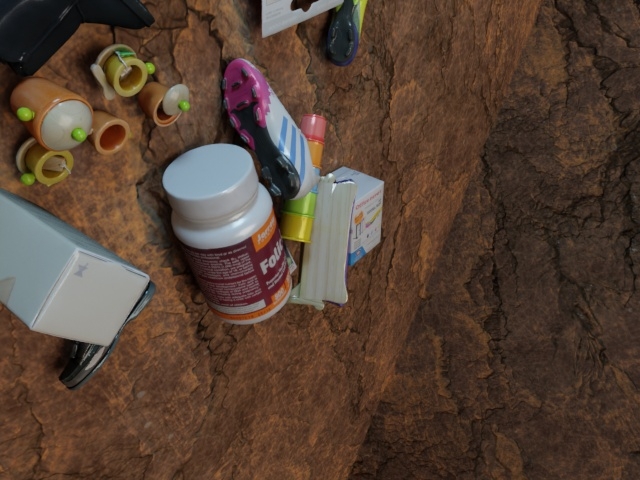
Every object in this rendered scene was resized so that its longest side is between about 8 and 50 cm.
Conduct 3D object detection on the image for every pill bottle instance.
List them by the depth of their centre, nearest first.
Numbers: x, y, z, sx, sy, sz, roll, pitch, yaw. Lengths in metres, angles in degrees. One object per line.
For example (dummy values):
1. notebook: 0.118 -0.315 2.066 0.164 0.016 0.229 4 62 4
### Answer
1. pill bottle: -0.204 -0.007 1.172 0.224 0.224 0.392 -45 144 -30

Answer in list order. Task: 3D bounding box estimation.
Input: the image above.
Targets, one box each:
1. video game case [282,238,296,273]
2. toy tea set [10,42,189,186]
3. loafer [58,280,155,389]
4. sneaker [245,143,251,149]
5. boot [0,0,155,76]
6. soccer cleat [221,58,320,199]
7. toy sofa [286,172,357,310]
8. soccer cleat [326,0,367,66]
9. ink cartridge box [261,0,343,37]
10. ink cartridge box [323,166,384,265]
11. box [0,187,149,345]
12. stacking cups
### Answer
1. video game case: -0.152 0.085 1.509 0.173 0.022 0.190 -51 146 -22
2. toy tea set: -0.351 -0.207 0.871 0.336 0.124 0.200 -42 160 -34
3. loafer: -0.459 0.175 1.067 0.084 0.096 0.267 51 60 -35
4. sneaker: -0.117 -0.258 1.288 0.221 0.083 0.087 10 89 -63
5. boot: -0.392 -0.339 0.785 0.207 0.094 0.246 -42 175 7
6. soccer cleat: -0.108 -0.248 1.159 0.143 0.116 0.331 -29 97 -54
7. toy sofa: 0.000 0.000 1.410 0.150 0.177 0.363 -40 134 -87
8. soccer cleat: 0.075 -0.603 1.340 0.121 0.093 0.289 -63 167 -80
9. ink cartridge box: -0.061 -0.671 1.081 0.308 0.091 0.385 -41 147 -35
10. ink cartridge box: 0.081 -0.080 1.603 0.171 0.168 0.233 -36 139 -39
11. box: -0.427 0.027 0.776 0.121 0.311 0.148 -61 149 -7
12. stacking cups: -0.036 -0.154 1.294 0.096 0.096 0.316 14 88 -58
